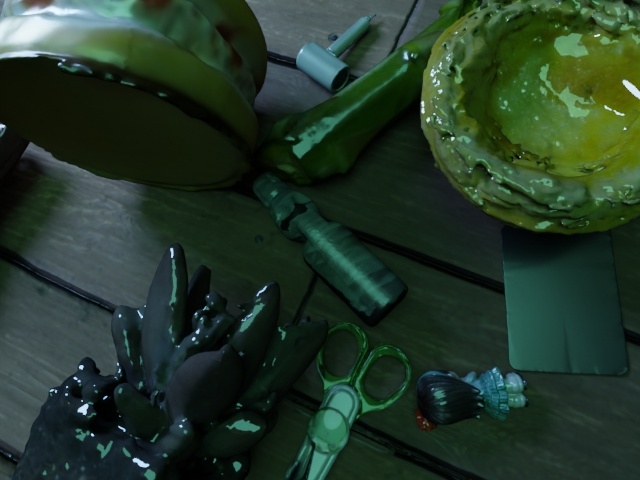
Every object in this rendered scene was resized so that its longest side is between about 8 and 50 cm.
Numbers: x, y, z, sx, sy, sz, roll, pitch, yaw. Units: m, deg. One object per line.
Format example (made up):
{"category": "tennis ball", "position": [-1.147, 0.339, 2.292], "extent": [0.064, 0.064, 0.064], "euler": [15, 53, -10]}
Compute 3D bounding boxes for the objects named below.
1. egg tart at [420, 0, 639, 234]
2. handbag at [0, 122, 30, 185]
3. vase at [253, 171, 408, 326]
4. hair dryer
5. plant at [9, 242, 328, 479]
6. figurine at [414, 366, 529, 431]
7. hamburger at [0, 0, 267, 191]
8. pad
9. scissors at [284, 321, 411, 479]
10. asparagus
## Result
{"category": "egg tart", "position": [0.239, -0.135, 0.446], "extent": [0.287, 0.118, 0.289], "euler": [-3, 74, 9]}
{"category": "handbag", "position": [-0.500, -0.071, 0.539], "extent": [0.212, 0.127, 0.235], "euler": [23, 77, 16]}
{"category": "vase", "position": [0.000, 0.000, 0.477], "extent": [0.060, 0.060, 0.211], "euler": [-44, 72, -5]}
{"category": "hair dryer", "position": [0.033, -0.245, 0.556], "extent": [0.063, 0.038, 0.124], "euler": [40, 77, 15]}
{"category": "plant", "position": [-0.141, 0.163, 0.386], "extent": [0.181, 0.194, 0.321], "euler": [28, 84, 11]}
{"category": "figurine", "position": [0.144, 0.153, 0.424], "extent": [0.105, 0.047, 0.060], "euler": [-5, 110, 0]}
{"category": "hamburger", "position": [-0.183, -0.181, 0.429], "extent": [0.260, 0.303, 0.187], "euler": [7, 80, 5]}
{"category": "pad", "position": [0.248, 0.055, 0.453], "extent": [0.112, 0.003, 0.157], "euler": [1, 75, 9]}
{"category": "scissors", "position": [0.011, 0.188, 0.441], "extent": [0.101, 0.027, 0.205], "euler": [25, 78, 17]}
{"category": "asparagus", "position": [0.073, -0.170, 0.506], "extent": [0.343, 0.082, 0.085], "euler": [-35, 37, -3]}
